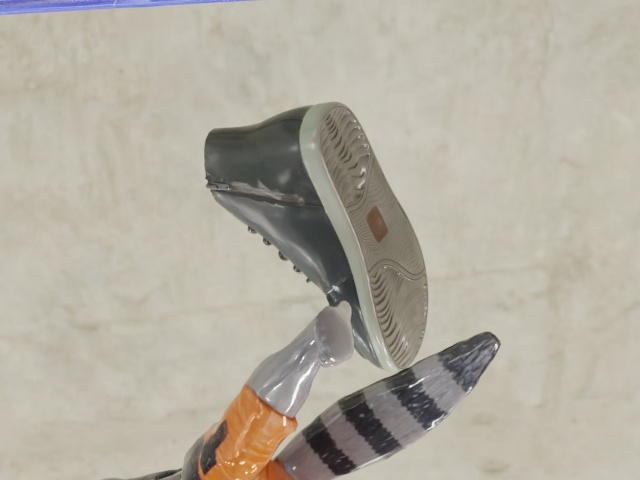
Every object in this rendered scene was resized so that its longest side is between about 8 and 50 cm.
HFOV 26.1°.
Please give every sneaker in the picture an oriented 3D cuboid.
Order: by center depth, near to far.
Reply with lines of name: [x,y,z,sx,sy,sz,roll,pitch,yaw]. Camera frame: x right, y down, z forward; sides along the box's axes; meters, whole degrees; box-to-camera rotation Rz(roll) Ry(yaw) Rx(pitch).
sneaker: [0.000,0.000,1.048,0.118,0.083,0.222,-3,117,38]

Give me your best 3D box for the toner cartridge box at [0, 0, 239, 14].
toner cartridge box: [-0.029,-0.183,0.262,0.165,0.075,0.348,-8,152,-22]

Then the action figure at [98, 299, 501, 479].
action figure: [-0.015,0.194,0.791,0.330,0.179,0.341,-30,120,36]
